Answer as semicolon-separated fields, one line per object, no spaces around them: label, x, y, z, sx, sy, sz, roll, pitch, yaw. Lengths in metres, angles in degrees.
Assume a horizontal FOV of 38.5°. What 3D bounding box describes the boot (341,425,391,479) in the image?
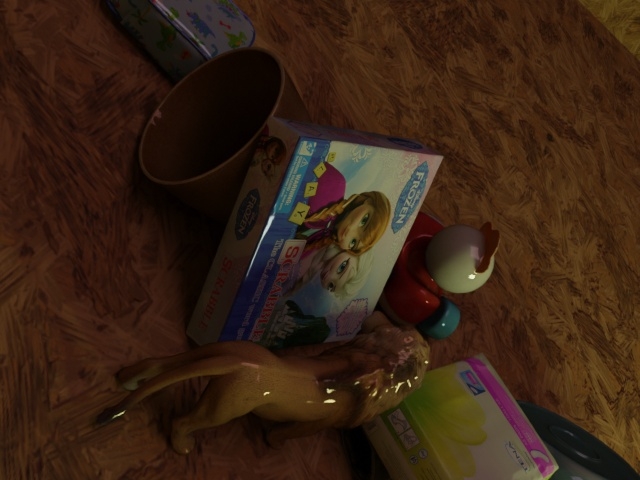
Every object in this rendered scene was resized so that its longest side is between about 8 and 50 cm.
boot;0.137;0.341;1.385;0.209;0.076;0.189;8;47;-55

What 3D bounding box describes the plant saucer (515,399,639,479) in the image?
plant saucer;0.430;0.364;1.585;0.318;0.043;0.317;27;10;-5

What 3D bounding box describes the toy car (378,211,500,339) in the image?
toy car;0.211;0.021;1.536;0.219;0.238;0.210;37;47;-30

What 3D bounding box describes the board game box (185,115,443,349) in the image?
board game box;0.000;0.000;1.266;0.066;0.318;0.318;36;23;34

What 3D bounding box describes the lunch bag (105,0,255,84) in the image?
lunch bag;-0.208;-0.341;1.400;0.219;0.090;0.176;44;41;-22

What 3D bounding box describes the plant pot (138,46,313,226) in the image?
plant pot;-0.087;-0.099;1.305;0.254;0.237;0.237;49;36;-41

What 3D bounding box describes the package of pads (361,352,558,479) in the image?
package of pads;0.209;0.304;1.363;0.297;0.101;0.229;-5;58;-52

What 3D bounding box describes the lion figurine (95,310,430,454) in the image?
lion figurine;-0.052;0.177;1.126;0.392;0.240;0.142;2;66;-49
